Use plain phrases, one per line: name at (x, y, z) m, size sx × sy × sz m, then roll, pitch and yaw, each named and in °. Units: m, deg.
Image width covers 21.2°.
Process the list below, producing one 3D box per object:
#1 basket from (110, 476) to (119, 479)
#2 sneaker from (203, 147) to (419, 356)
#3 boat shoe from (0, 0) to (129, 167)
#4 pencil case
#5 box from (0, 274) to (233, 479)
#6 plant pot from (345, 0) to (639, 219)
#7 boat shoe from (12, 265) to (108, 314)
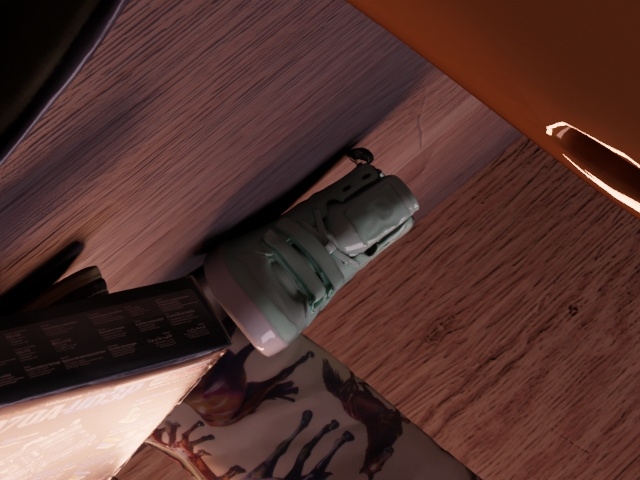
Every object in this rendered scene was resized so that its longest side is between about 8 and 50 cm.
basket at (-0.262, 0.320, 1.323) m, size 0.331 × 0.266 × 0.328 m, roll -40°, pitch 175°, yaw -17°
sneaker at (0.000, 0.000, 1.367) m, size 0.151 × 0.094 × 0.256 m, roll -35°, pitch -174°, yaw 16°
boat shoe at (-0.014, -0.110, 0.297) m, size 0.285 × 0.092 × 0.103 m, roll -42°, pitch 175°, yaw 20°
pencil case at (-0.009, 0.199, 1.448) m, size 0.183 × 0.410 × 0.160 m, roll -52°, pitch -174°, yaw -22°
box at (-0.175, 0.104, 0.898) m, size 0.220 × 0.051 × 0.175 m, roll -12°, pitch 152°, yaw -48°
plant pot at (0.122, -0.132, 0.492) m, size 0.291 × 0.203 × 0.291 m, roll -40°, pitch 176°, yaw -3°
boat shoe at (-0.177, 0.075, 0.988) m, size 0.152 × 0.049 × 0.056 m, roll -40°, pitch 176°, yaw 7°
